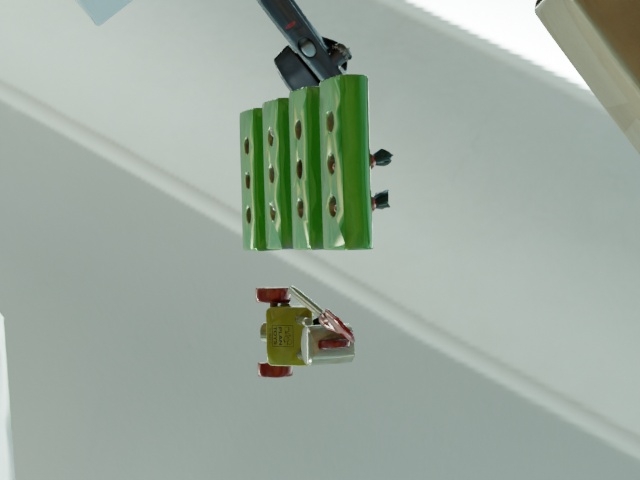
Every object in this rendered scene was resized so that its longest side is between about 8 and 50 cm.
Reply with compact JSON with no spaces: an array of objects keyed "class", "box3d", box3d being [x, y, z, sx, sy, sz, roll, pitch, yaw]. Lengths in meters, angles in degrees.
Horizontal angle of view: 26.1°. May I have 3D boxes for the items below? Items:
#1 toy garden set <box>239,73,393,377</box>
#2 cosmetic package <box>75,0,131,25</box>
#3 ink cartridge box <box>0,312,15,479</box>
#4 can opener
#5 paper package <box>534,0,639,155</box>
[{"class":"toy garden set","box3d":[0.000,0.000,0.958,0.049,0.244,0.203,-2,-89,-18]},{"class":"cosmetic package","box3d":[-0.164,-0.434,1.480,0.377,0.284,0.097,-38,-109,-2]},{"class":"ink cartridge box","box3d":[-0.409,0.153,0.992,0.354,0.119,0.207,-17,-128,3]},{"class":"can opener","box3d":[-0.030,-0.212,1.355,0.073,0.186,0.059,-34,-159,1]},{"class":"paper package","box3d":[0.431,-0.211,1.386,0.309,0.168,0.324,-38,-90,-1]}]
